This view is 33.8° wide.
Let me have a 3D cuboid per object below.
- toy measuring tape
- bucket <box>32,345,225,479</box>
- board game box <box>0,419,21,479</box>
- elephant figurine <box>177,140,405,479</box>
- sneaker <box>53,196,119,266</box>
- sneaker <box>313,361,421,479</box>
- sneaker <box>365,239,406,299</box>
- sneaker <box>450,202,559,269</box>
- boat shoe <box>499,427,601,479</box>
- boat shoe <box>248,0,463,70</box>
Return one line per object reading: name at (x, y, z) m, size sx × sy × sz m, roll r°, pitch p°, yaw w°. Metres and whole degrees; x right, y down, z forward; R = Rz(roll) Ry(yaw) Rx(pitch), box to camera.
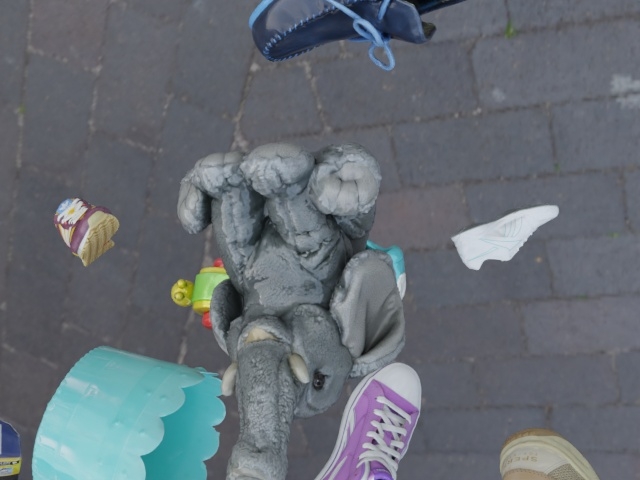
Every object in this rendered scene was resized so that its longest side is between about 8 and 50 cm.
toy measuring tape at (-0.078, 0.088, 1.572) m, size 0.330 × 0.121 × 0.121 m, roll 5°, pitch 129°, yaw 18°
bucket at (-0.279, 0.297, 1.553) m, size 0.183 × 0.281 × 0.281 m, roll 19°, pitch 132°, yaw 16°
board game box at (-0.367, 0.210, 0.916) m, size 0.194 × 0.060 × 0.194 m, roll 2°, pitch 144°, yaw -20°
elephant figurine at (-0.021, 0.054, 0.774) m, size 0.169 × 0.186 × 0.240 m, roll -11°, pitch 86°, yaw 63°
sneaker at (-0.320, -0.021, 1.396) m, size 0.084 × 0.069 × 0.185 m, roll 48°, pitch 159°, yaw 1°
sneaker at (0.081, 0.281, 1.375) m, size 0.102 × 0.282 × 0.161 m, roll 33°, pitch 157°, yaw -12°
sneaker at (0.000, 0.000, 1.395) m, size 0.275 × 0.107 × 0.110 m, roll 25°, pitch 128°, yaw 26°
sneaker at (0.255, -0.008, 1.426) m, size 0.152 × 0.053 × 0.061 m, roll -21°, pitch 94°, yaw -3°
boat shoe at (0.325, 0.368, 1.209) m, size 0.341 × 0.110 × 0.121 m, roll 43°, pitch 123°, yaw -9°
boat shoe at (0.063, -0.193, 0.814) m, size 0.258 × 0.109 × 0.089 m, roll -23°, pitch 85°, yaw 24°
